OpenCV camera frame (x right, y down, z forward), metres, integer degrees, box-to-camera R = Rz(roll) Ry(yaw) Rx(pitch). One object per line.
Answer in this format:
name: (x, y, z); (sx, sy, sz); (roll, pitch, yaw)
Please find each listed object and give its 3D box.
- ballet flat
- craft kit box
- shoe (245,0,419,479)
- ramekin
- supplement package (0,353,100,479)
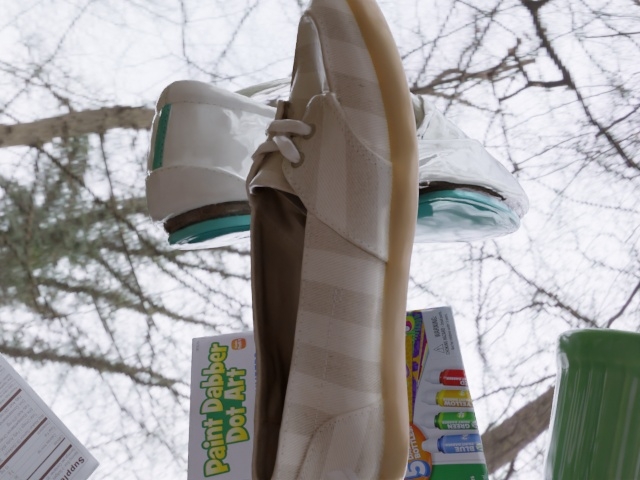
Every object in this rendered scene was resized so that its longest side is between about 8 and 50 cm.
ballet flat: (0.034, -0.065, 0.787); (0.139, 0.400, 0.139); (0, -89, 45)
craft kit box: (0.012, 0.175, 0.839); (0.247, 0.249, 0.061); (-10, -46, 3)
shoe: (0.000, 0.000, 0.406); (0.076, 0.058, 0.219); (168, -78, -69)
ramekin: (0.343, 0.191, 0.867); (0.303, 0.303, 0.148); (11, -102, 26)
supplement package: (-0.316, 0.184, 0.912); (0.105, 0.105, 0.179); (-17, -64, 46)
